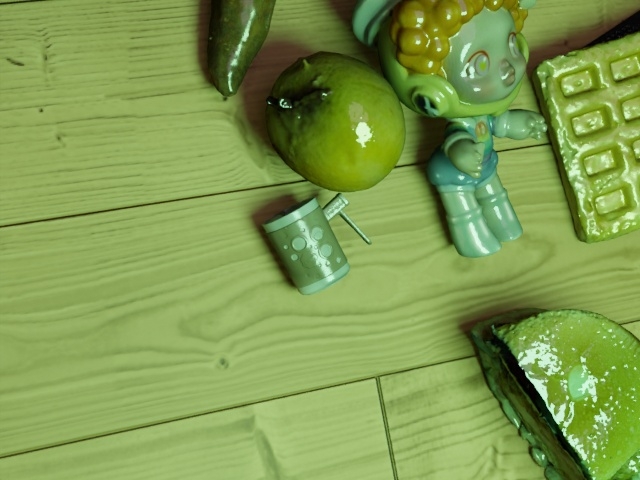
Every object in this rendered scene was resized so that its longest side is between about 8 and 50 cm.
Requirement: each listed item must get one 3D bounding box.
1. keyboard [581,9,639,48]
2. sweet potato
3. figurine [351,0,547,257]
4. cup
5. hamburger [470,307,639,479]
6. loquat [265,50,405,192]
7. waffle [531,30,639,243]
[{"bbox_3d":[0.382,-0.243,1.776,0.198,0.010,0.064,-34,98,-21],"label":"keyboard"},{"bbox_3d":[-0.095,-0.316,1.559,0.097,0.097,0.292,-3,85,-21],"label":"sweet potato"},{"bbox_3d":[0.147,-0.167,1.595,0.224,0.205,0.382,-11,103,-41],"label":"figurine"},{"bbox_3d":[-0.005,0.002,1.571,0.102,0.074,0.099,-33,99,-35],"label":"cup"},{"bbox_3d":[0.321,0.184,1.620,0.192,0.167,0.288,-34,96,-20],"label":"hamburger"},{"bbox_3d":[0.022,-0.132,1.552,0.149,0.172,0.204,-53,142,-5],"label":"loquat"},{"bbox_3d":[0.407,-0.141,1.716,0.221,0.055,0.248,-17,96,-5],"label":"waffle"}]
